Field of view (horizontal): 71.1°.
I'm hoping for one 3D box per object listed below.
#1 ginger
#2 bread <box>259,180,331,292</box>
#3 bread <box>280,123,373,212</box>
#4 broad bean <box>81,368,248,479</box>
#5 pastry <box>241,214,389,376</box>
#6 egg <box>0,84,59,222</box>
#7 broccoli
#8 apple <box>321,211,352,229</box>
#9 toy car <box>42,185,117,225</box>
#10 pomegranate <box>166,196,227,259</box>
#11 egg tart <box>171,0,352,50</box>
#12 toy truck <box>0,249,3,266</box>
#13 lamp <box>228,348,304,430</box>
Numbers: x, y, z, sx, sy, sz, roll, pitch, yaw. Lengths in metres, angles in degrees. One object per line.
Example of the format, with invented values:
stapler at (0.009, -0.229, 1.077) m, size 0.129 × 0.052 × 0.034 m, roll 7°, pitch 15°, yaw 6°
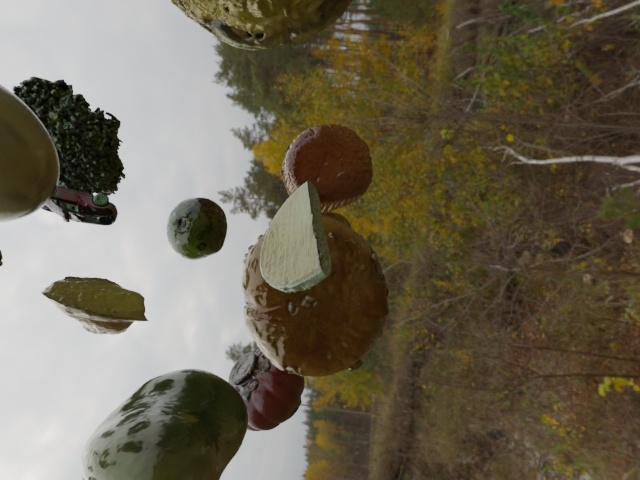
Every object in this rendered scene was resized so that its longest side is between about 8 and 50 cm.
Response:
ginger at (-0.461, 0.137, 0.893) m, size 0.122 × 0.193 × 0.115 m, roll -45°, pitch 43°, yaw 25°
bread at (-0.039, 0.009, 0.631) m, size 0.036 × 0.112 × 0.193 m, roll 38°, pitch -153°, yaw -33°
bread at (0.017, -0.159, 0.977) m, size 0.104 × 0.199 × 0.199 m, roll 153°, pitch 122°, yaw -77°
broad bean at (-0.188, 0.249, 0.555) m, size 0.263 × 0.189 × 0.121 m, roll -100°, pitch 8°, yaw -83°
pastry at (-0.015, 0.104, 0.880) m, size 0.184 × 0.284 × 0.316 m, roll -132°, pitch 26°, yaw -79°
egg at (-0.450, -0.118, 0.559) m, size 0.186 × 0.241 × 0.186 m, roll -63°, pitch 4°, yaw 8°
broccoli at (-0.629, -0.242, 1.110) m, size 0.245 × 0.247 × 0.288 m, roll 11°, pitch 106°, yaw 52°
apple at (0.000, 0.000, 1.167) m, size 0.182 × 0.182 × 0.155 m, roll -34°, pitch -48°, yaw -83°
toy car at (-0.424, -0.059, 0.767) m, size 0.069 × 0.142 × 0.055 m, roll 135°, pitch 146°, yaw -57°
pomegranate at (-0.404, -0.041, 1.540) m, size 0.248 × 0.214 × 0.214 m, roll 3°, pitch -89°, yaw -73°
egg tart at (-0.073, -0.364, 0.506) m, size 0.095 × 0.278 × 0.279 m, roll -115°, pitch 27°, yaw -71°
toy truck at (-0.995, -0.004, 1.258) m, size 0.135 × 0.114 × 0.271 m, roll 55°, pitch -157°, yaw -87°
lamp at (-0.142, 0.397, 1.199) m, size 0.227 × 0.226 × 0.227 m, roll 4°, pitch -90°, yaw -85°
